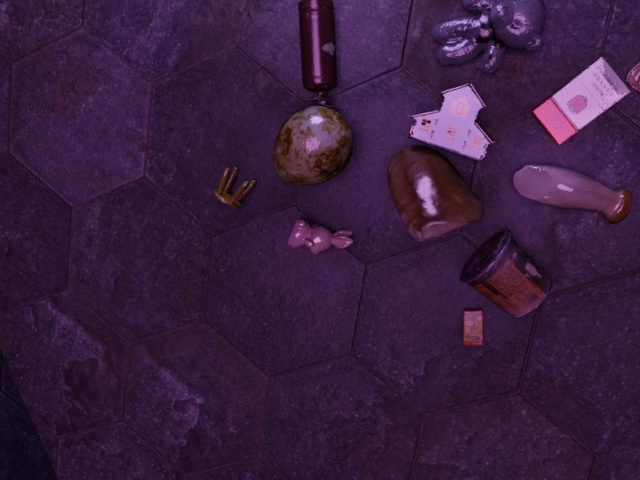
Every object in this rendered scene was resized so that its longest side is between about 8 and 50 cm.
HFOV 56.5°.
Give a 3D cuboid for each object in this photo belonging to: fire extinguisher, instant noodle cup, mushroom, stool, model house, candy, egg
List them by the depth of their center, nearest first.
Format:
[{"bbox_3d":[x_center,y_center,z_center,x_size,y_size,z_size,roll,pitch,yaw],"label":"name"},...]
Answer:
[{"bbox_3d":[0.328,-0.146,1.762,0.224,0.397,0.314,-26,91,15],"label":"mushroom"},{"bbox_3d":[0.761,-0.147,1.801,0.350,0.128,0.128,19,104,5],"label":"mushroom"},{"bbox_3d":[0.415,-0.379,1.805,0.271,0.178,0.206,21,111,12],"label":"model house"},{"bbox_3d":[0.582,0.112,1.852,0.207,0.217,0.217,42,107,-3],"label":"instant noodle cup"},{"bbox_3d":[0.003,-0.587,1.901,0.135,0.114,0.337,-2,100,0],"label":"fire extinguisher"},{"bbox_3d":[-0.030,-0.294,1.903,0.238,0.238,0.289,52,130,0],"label":"egg"},{"bbox_3d":[0.508,0.287,1.983,0.062,0.038,0.122,-1,100,13],"label":"candy"},{"bbox_3d":[-0.298,-0.182,2.050,0.135,0.134,0.110,24,105,-39],"label":"stool"}]

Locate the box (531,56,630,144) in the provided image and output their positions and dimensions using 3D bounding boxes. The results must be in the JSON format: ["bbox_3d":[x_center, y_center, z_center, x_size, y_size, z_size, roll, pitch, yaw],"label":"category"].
[{"bbox_3d":[0.778,-0.416,1.789,0.245,0.035,0.139,-37,90,16],"label":"box"}]

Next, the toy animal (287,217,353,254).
[{"bbox_3d":[0.000,0.001,2.016,0.212,0.124,0.124,18,104,3],"label":"toy animal"}]

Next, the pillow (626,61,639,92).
[{"bbox_3d":[1.005,-0.450,1.729,0.211,0.034,0.135,44,108,4],"label":"pillow"}]

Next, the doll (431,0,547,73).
[{"bbox_3d":[0.494,-0.624,1.753,0.340,0.158,0.246,-7,87,17],"label":"doll"}]
